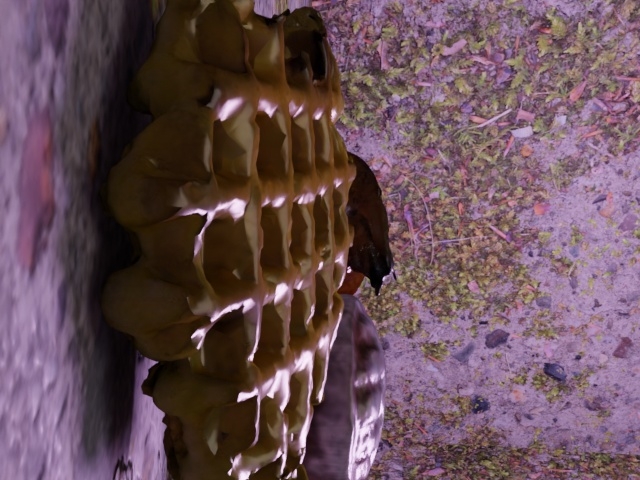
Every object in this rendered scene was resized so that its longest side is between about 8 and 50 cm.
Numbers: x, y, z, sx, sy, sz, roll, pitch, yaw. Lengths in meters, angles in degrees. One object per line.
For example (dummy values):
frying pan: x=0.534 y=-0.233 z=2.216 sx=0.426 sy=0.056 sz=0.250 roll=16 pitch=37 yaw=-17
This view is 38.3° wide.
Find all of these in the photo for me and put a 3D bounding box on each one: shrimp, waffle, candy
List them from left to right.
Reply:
waffle: x=-0.028 y=-0.014 z=0.451 sx=0.291 sy=0.051 sz=0.291 roll=2 pitch=90 yaw=-75
shrimp: x=-0.009 y=0.053 z=0.777 sx=0.222 sy=0.054 sz=0.290 roll=-3 pitch=-99 yaw=56
candy: x=-0.008 y=0.164 z=0.982 sx=0.289 sy=0.157 sz=0.214 roll=23 pitch=66 yaw=-84

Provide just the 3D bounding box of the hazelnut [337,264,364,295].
hazelnut: x=0.000 y=0.000 z=1.305 sx=0.204 sy=0.178 sz=0.178 roll=144 pitch=-51 yaw=-84
